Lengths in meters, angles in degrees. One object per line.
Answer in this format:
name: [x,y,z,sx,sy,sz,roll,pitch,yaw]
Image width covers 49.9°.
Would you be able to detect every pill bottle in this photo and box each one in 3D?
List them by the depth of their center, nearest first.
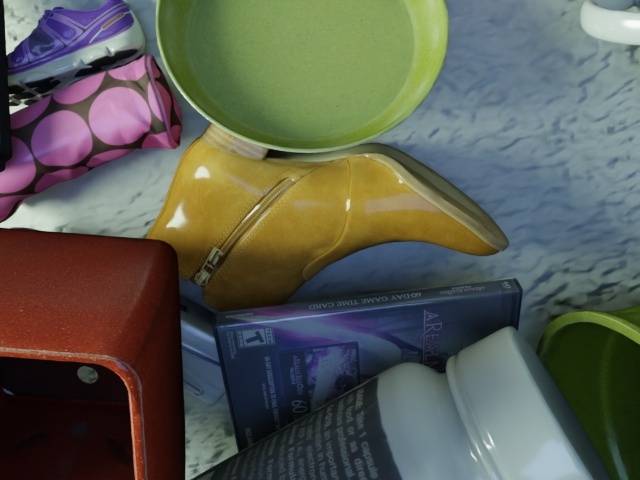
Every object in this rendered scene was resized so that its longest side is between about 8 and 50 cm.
pill bottle: [0.048,0.233,0.588,0.361,0.204,0.204,-33,101,15]

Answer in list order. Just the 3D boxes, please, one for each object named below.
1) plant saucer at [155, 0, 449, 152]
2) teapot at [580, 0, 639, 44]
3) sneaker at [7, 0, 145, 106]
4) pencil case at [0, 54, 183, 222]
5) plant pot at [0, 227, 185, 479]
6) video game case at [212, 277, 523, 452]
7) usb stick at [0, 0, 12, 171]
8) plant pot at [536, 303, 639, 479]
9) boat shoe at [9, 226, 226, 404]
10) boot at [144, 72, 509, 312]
plant saucer: [-0.014,-0.178,0.580,0.241,0.037,0.240,1,74,-3]
teapot: [0.372,-0.195,0.516,0.253,0.187,0.256,34,117,-13]
sneaker: [-0.245,-0.172,0.625,0.170,0.068,0.071,-21,87,-3]
pencil case: [-0.224,-0.088,0.623,0.209,0.098,0.095,-20,58,6]
plant pot: [-0.220,0.121,0.510,0.268,0.235,0.267,5,115,3]
video game case: [0.048,0.133,0.659,0.274,0.026,0.196,-6,125,-2]
usb stick: [-0.301,-0.189,0.572,0.077,0.045,0.277,-8,81,4]
plant pot: [0.430,0.186,0.570,0.353,0.366,0.366,-16,103,-7]
boat shoe: [-0.193,0.077,0.657,0.258,0.095,0.084,30,98,-5]
boot: [-0.001,0.000,0.643,0.295,0.104,0.211,30,107,-1]
